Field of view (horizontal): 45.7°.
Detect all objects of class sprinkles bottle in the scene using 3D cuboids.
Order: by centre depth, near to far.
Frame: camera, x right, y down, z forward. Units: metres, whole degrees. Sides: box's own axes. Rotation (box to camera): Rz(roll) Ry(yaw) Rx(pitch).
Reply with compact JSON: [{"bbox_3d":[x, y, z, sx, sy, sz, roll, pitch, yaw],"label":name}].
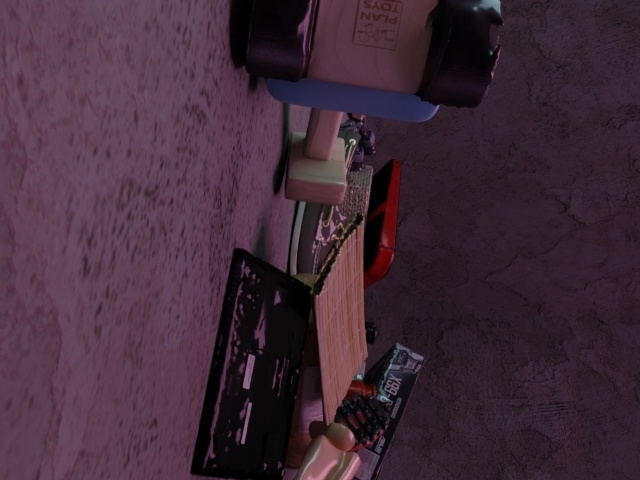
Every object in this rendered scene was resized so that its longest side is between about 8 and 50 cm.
[{"bbox_3d":[-0.028,0.225,1.186,0.121,0.121,0.356,-75,172,-56],"label":"sprinkles bottle"}]

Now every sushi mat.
[{"bbox_3d":[0.030,0.116,1.039,0.151,0.019,0.317,-58,156,-36],"label":"sushi mat"}]

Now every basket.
[{"bbox_3d":[0.083,-0.120,2.066,0.113,0.103,0.167,-78,173,-47],"label":"basket"}]

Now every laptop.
[{"bbox_3d":[-0.097,0.157,0.903,0.264,0.136,0.234,34,61,-56],"label":"laptop"}]

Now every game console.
[{"bbox_3d":[0.124,-0.015,2.200,0.386,0.060,0.342,140,-34,-60],"label":"game console"}]

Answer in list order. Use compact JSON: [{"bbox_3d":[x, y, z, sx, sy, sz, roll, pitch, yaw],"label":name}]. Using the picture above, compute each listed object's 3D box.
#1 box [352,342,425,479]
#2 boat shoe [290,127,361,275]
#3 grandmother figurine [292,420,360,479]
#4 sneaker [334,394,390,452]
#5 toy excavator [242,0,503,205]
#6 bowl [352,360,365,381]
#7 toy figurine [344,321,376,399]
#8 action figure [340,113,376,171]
[{"bbox_3d":[0.103,0.399,1.636,0.308,0.076,0.242,-62,180,-30],"label":"box"},{"bbox_3d":[0.006,-0.048,1.318,0.109,0.091,0.305,9,89,-85],"label":"boat shoe"},{"bbox_3d":[-0.045,0.405,1.028,0.342,0.104,0.208,-57,139,-44],"label":"grandmother figurine"},{"bbox_3d":[0.007,0.378,1.405,0.098,0.276,0.135,54,-29,19],"label":"sneaker"},{"bbox_3d":[0.037,-0.223,0.854,0.445,0.222,0.433,-99,-163,-76],"label":"toy excavator"},{"bbox_3d":[0.027,0.341,1.867,0.289,0.155,0.290,7,90,-85],"label":"bowl"},{"bbox_3d":[0.018,0.262,1.550,0.213,0.148,0.210,121,-25,-63],"label":"toy figurine"},{"bbox_3d":[0.081,-0.296,1.839,0.285,0.099,0.185,87,19,-50],"label":"action figure"}]
